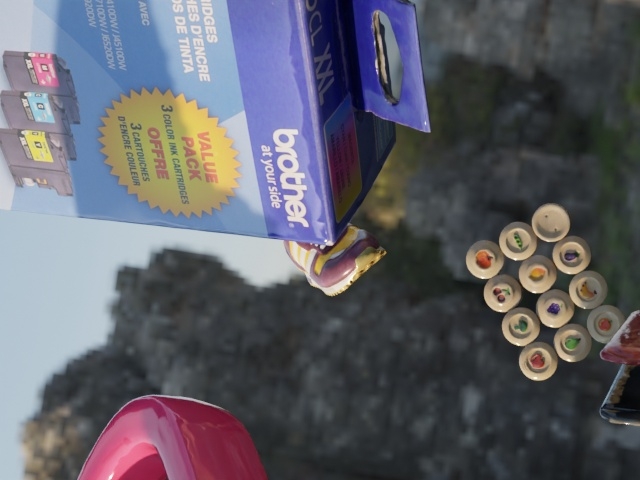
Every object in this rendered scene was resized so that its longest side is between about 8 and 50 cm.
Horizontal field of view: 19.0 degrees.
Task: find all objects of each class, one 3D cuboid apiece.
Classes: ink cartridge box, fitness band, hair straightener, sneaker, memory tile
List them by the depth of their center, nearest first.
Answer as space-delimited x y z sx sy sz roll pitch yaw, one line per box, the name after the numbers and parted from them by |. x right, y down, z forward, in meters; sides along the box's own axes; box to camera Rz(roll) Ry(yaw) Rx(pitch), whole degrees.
-0.075 0.201 0.913 0.209 0.054 0.291 -65 26 22 | fitness band
0.226 0.080 1.293 0.230 0.047 0.089 -45 -44 -67 | hair straightener
-0.104 -0.152 1.348 0.151 0.396 0.270 -60 -32 -50 | ink cartridge box
0.215 0.048 1.821 0.148 0.113 0.012 63 -169 7 | memory tile
0.000 0.000 1.836 0.069 0.084 0.185 -40 10 -13 | sneaker
